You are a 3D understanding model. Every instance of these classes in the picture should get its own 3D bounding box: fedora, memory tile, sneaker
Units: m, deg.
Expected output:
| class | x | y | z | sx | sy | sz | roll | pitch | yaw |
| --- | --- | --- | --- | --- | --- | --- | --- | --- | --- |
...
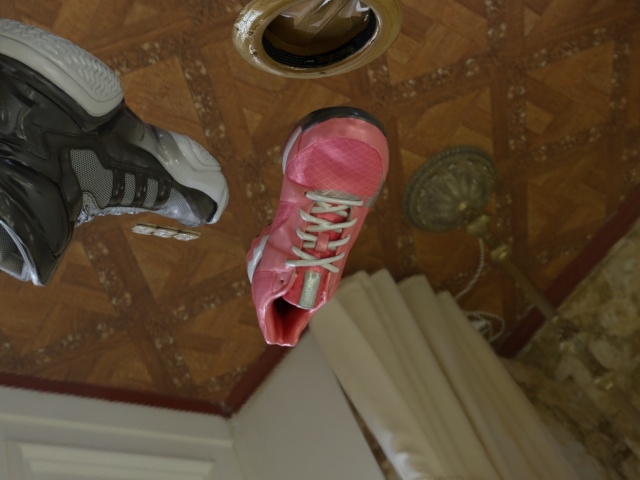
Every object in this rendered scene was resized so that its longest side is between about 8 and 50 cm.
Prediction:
| class | x | y | z | sx | sy | sz | roll | pitch | yaw |
| --- | --- | --- | --- | --- | --- | --- | --- | --- | --- |
| fedora | -0.006 | -0.252 | 0.895 | 0.194 | 0.079 | 0.194 | -5 | 159 | -2 |
| memory tile | -0.274 | -0.015 | 1.443 | 0.113 | 0.148 | 0.012 | 10 | 85 | -15 |
| sneaker | 0.000 | 0.000 | 0.871 | 0.116 | 0.136 | 0.313 | 10 | 137 | -13 |
| sneaker | -0.175 | -0.034 | 0.612 | 0.153 | 0.101 | 0.268 | -64 | 151 | -10 |
